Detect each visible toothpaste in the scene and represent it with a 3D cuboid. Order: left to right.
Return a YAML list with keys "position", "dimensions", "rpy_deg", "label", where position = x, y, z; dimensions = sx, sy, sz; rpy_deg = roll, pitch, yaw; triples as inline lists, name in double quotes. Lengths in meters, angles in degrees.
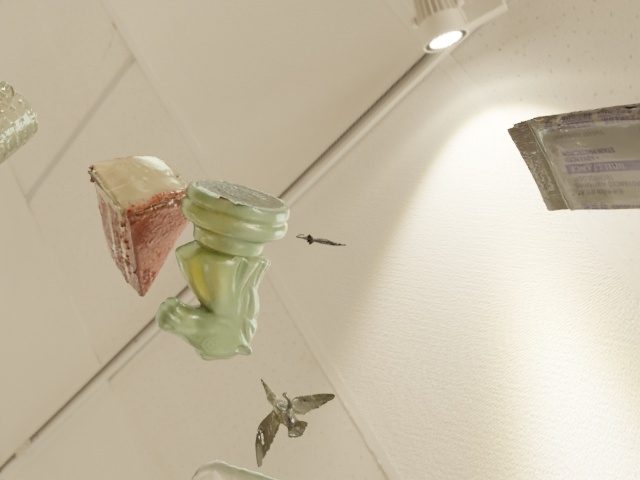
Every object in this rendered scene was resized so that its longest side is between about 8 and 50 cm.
- position: [0.289, -0.070, 0.457]
  dimensions: [0.282, 0.068, 0.099]
  rpy_deg: [4, -76, 57]
  label: "toothpaste"

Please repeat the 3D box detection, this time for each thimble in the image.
- position: [-0.471, -0.163, 0.784]
  dimensions: [0.102, 0.090, 0.115]
  rpy_deg: [42, -40, -18]
  label: "thimble"

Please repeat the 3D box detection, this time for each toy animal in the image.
- position: [-0.079, 0.351, 1.188]
  dimensions: [0.155, 0.219, 0.095]
  rpy_deg: [54, -22, 16]
  label: "toy animal"

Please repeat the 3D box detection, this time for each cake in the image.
- position: [-0.338, -0.040, 1.094]
  dimensions: [0.158, 0.159, 0.262]
  rpy_deg: [44, -34, 23]
  label: "cake"

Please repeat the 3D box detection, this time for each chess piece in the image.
- position: [-0.164, 0.061, 0.902]
  dimensions: [0.175, 0.175, 0.298]
  rpy_deg: [23, -74, 29]
  label: "chess piece"

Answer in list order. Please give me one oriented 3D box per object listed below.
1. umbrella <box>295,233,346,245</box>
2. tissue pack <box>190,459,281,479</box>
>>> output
- position: [-0.004, 0.001, 1.112]
  dimensions: [0.149, 0.022, 0.022]
  rpy_deg: [13, -62, 51]
  label: "umbrella"
- position: [-0.061, 0.242, 0.318]
  dimensions: [0.156, 0.148, 0.209]
  rpy_deg: [10, -44, 17]
  label: "tissue pack"
